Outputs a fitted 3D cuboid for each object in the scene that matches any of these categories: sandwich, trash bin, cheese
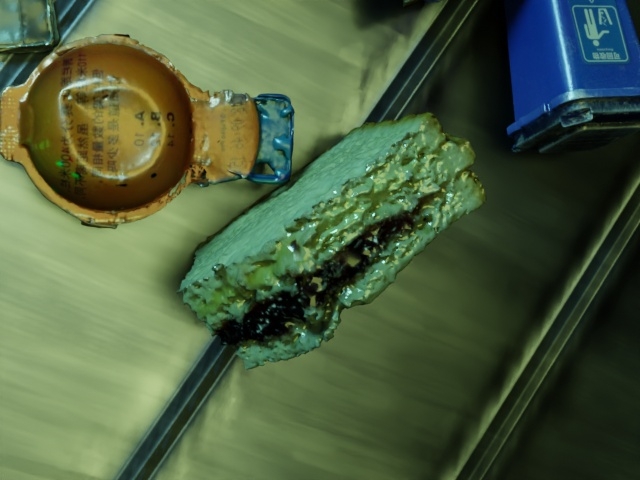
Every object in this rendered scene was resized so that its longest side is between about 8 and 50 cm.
[{"bbox_3d":[0.000,0.000,1.049,0.325,0.262,0.131,-39,104,-14],"label":"sandwich"},{"bbox_3d":[0.319,-0.237,1.212,0.162,0.184,0.235,-5,80,-21],"label":"trash bin"},{"bbox_3d":[-0.188,-0.121,1.054,0.329,0.129,0.217,0,92,-18],"label":"cheese"}]

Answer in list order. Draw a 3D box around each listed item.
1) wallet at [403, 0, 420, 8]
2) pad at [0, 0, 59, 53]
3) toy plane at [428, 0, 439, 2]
[{"bbox_3d":[0.189,-0.379,1.156,0.243,0.039,0.133,-20,58,-1],"label":"wallet"},{"bbox_3d":[-0.388,-0.321,1.040,0.174,0.022,0.233,-6,92,-18],"label":"pad"},{"bbox_3d":[0.190,-0.373,1.220,0.167,0.054,0.062,-46,130,-13],"label":"toy plane"}]
